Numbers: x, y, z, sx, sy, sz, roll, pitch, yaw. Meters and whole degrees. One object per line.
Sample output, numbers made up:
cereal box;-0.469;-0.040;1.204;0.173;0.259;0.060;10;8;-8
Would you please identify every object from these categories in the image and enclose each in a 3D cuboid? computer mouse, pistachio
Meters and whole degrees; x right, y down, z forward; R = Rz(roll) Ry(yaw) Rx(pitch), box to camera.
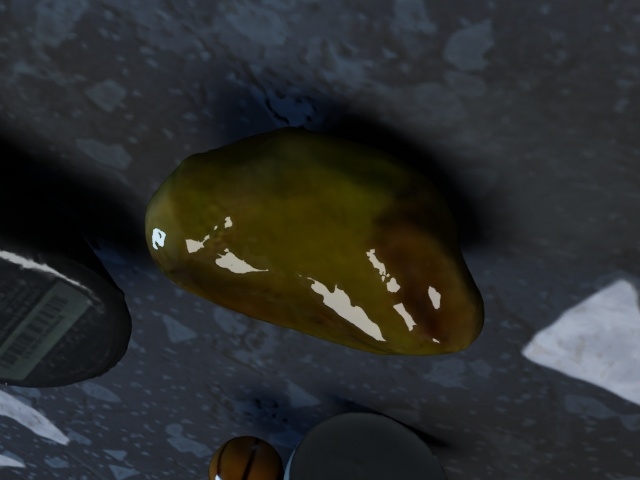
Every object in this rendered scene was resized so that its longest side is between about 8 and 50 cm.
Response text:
computer mouse;-0.235;-0.004;0.783;0.264;0.088;0.147;30;129;-25
pistachio;0.001;0.001;0.685;0.189;0.100;0.110;17;167;-11

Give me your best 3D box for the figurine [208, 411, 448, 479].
figurine;-0.015;0.224;0.950;0.176;0.133;0.236;30;141;1
